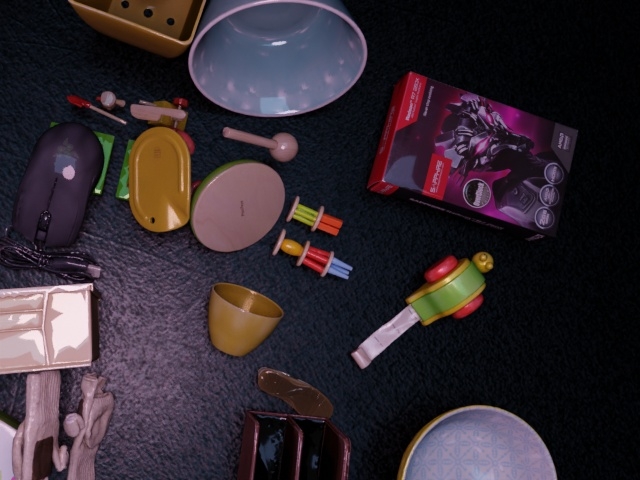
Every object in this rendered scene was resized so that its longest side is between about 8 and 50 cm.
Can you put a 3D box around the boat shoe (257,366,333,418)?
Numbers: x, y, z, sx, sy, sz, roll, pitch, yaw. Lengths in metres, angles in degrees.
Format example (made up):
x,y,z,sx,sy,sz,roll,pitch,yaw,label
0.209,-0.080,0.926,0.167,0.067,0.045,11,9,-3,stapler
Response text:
x,y,z,sx,sy,sz,roll,pitch,yaw,label
-0.045,0.275,1.456,0.153,0.048,0.056,28,93,-10,boat shoe

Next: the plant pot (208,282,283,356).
x,y,z,sx,sy,sz,roll,pitch,yaw,label
-0.145,0.146,1.418,0.134,0.134,0.095,22,101,-9,plant pot

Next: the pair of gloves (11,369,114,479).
x,y,z,sx,sy,sz,roll,pitch,yaw,label
-0.399,0.309,1.278,0.042,0.240,0.204,5,80,15,pair of gloves

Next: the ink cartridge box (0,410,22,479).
x,y,z,sx,sy,sz,roll,pitch,yaw,label
-0.584,0.352,1.293,0.255,0.097,0.189,34,76,-7,ink cartridge box

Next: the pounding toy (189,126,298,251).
x,y,z,sx,sy,sz,roll,pitch,yaw,label
-0.159,-0.106,1.445,0.183,0.110,0.237,5,119,-41,pounding toy

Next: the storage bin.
x,y,z,sx,sy,sz,roll,pitch,yaw,label
-0.481,0.143,1.264,0.260,0.262,0.123,-3,84,-13,storage bin

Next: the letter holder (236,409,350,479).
x,y,z,sx,sy,sz,roll,pitch,yaw,label
-0.056,0.452,1.319,0.152,0.214,0.302,8,87,-11,letter holder

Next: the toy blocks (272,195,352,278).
x,y,z,sx,sy,sz,roll,pitch,yaw,label
0.000,0.000,1.500,0.148,0.054,0.123,24,78,-8,toy blocks

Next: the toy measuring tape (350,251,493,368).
x,y,z,sx,sy,sz,roll,pitch,yaw,label
0.202,0.123,1.496,0.330,0.121,0.121,-36,91,-15,toy measuring tape

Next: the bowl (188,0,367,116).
x,y,z,sx,sy,sz,roll,pitch,yaw,label
-0.082,-0.376,1.438,0.311,0.311,0.163,-1,63,-13,bowl

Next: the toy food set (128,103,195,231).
x,y,z,sx,sy,sz,roll,pitch,yaw,label
-0.261,-0.124,1.394,0.128,0.071,0.218,2,93,26,toy food set

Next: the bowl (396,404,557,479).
x,y,z,sx,sy,sz,roll,pitch,yaw,label
0.255,0.437,1.438,0.289,0.156,0.289,2,81,-13,bowl

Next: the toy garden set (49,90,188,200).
x,y,z,sx,sy,sz,roll,pitch,yaw,label
-0.358,-0.174,1.451,0.244,0.049,0.204,12,81,-10,toy garden set

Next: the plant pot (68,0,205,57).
x,y,z,sx,sy,sz,roll,pitch,yaw,label
-0.305,-0.442,1.429,0.212,0.187,0.212,19,79,-9,plant pot

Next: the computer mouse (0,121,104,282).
x,y,z,sx,sy,sz,roll,pitch,yaw,label
-0.444,-0.067,1.365,0.188,0.072,0.272,14,95,-9,computer mouse

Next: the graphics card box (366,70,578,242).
x,y,z,sx,sy,sz,roll,pitch,yaw,label
0.299,-0.157,1.572,0.371,0.094,0.233,18,78,-10,graphics card box
